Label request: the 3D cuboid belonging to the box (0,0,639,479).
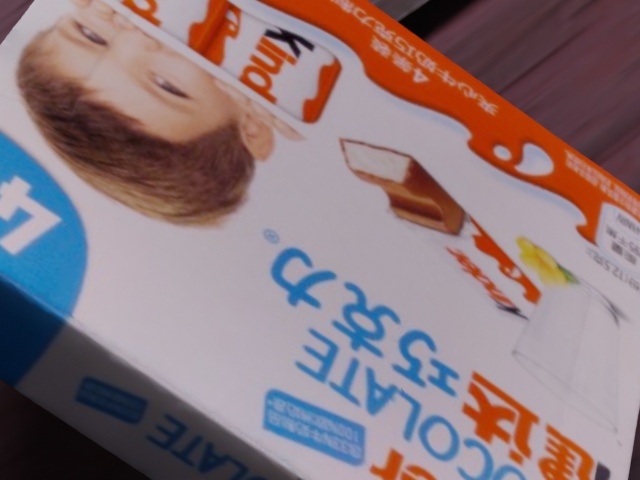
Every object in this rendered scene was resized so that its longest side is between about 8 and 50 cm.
[{"bbox_3d":[0.000,0.000,0.690,0.273,0.265,0.048,35,127,-10],"label":"box"}]
